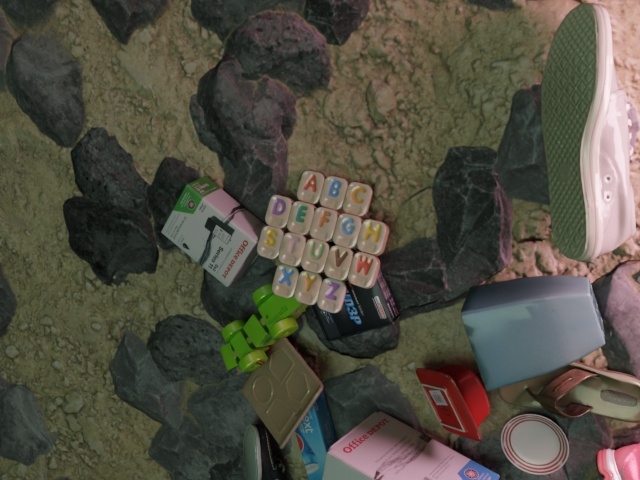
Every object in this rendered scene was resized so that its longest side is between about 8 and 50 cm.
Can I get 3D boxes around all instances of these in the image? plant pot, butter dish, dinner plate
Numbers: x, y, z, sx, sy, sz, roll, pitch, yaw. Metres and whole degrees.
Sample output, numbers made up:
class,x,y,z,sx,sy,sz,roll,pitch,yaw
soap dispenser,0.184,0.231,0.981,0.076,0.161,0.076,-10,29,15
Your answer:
class,x,y,z,sx,sy,sz,roll,pitch,yaw
plant pot,0.415,0.161,1.550,0.234,0.165,0.166,-17,99,22
butter dish,0.298,0.319,1.685,0.160,0.118,0.160,63,161,-7
dinner plate,0.452,0.428,1.699,0.141,0.017,0.141,8,110,22

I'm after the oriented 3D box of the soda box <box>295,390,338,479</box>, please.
class,x,y,z,sx,sy,sz,roll,pitch,yaw
soda box,-0.009,0.461,1.895,0.071,0.067,0.210,-9,102,27

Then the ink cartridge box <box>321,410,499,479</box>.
class,x,y,z,sx,sy,sz,roll,pitch,yaw
ink cartridge box,0.186,0.519,1.704,0.307,0.223,0.129,24,116,28

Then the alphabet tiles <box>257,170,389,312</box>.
class,x,y,z,sx,sy,sz,roll,pitch,yaw
alphabet tiles,0.000,0.000,1.699,0.284,0.021,0.278,16,90,26

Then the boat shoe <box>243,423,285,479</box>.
class,x,y,z,sx,sy,sz,roll,pitch,yaw
boat shoe,-0.131,0.583,1.981,0.114,0.091,0.303,-141,47,-61

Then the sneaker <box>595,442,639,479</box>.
class,x,y,z,sx,sy,sz,roll,pitch,yaw
sneaker,0.642,0.534,1.533,0.136,0.116,0.314,-26,60,18

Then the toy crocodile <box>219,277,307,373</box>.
class,x,y,z,sx,sy,sz,roll,pitch,yaw
toy crocodile,-0.123,0.196,1.824,0.340,0.105,0.115,-48,64,31

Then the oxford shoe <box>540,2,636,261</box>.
class,x,y,z,sx,sy,sz,roll,pitch,yaw
oxford shoe,0.486,-0.188,1.428,0.130,0.169,0.450,-7,98,-16

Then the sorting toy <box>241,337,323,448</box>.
class,x,y,z,sx,sy,sz,roll,pitch,yaw
sorting toy,-0.087,0.340,1.854,0.208,0.038,0.193,50,117,39

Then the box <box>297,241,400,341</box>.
class,x,y,z,sx,sy,sz,roll,pitch,yaw
box,0.053,0.097,1.755,0.175,0.051,0.220,-18,98,29

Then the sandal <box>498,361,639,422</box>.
class,x,y,z,sx,sy,sz,roll,pitch,yaw
sandal,0.501,0.300,1.594,0.302,0.086,0.120,4,108,24

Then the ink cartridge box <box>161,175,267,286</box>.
class,x,y,z,sx,sy,sz,roll,pitch,yaw
ink cartridge box,-0.235,-0.019,1.830,0.208,0.087,0.153,38,119,8
